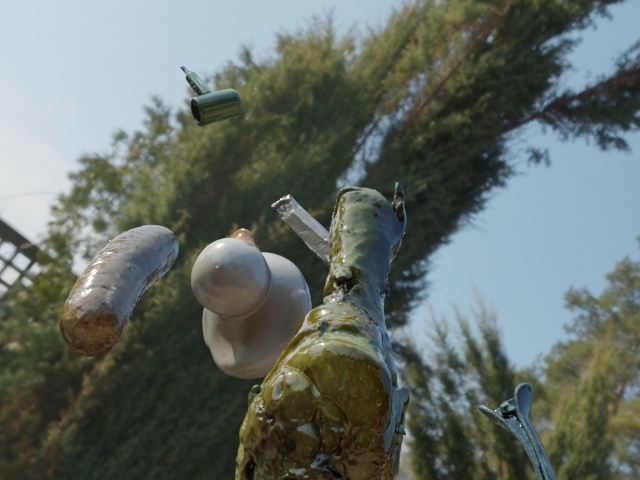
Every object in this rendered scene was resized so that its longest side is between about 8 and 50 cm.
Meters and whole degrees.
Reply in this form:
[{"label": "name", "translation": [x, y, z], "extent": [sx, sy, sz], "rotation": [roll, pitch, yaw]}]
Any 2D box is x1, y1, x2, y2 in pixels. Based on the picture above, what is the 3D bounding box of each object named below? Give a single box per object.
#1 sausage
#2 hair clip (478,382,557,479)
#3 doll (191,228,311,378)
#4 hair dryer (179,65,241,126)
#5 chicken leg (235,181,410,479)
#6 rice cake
[{"label": "sausage", "translation": [-0.387, 0.068, 1.627], "extent": [0.136, 0.123, 0.501], "rotation": [47, 18, -12]}, {"label": "hair clip", "translation": [0.238, 0.259, 0.914], "extent": [0.039, 0.070, 0.229], "rotation": [49, 18, -33]}, {"label": "doll", "translation": [-0.131, 0.106, 1.401], "extent": [0.221, 0.251, 0.221], "rotation": [5, -13, 1]}, {"label": "hair dryer", "translation": [-0.190, -0.239, 1.318], "extent": [0.150, 0.071, 0.047], "rotation": [49, -33, 37]}, {"label": "chicken leg", "translation": [0.021, 0.103, 0.838], "extent": [0.152, 0.429, 0.201], "rotation": [15, -38, -2]}, {"label": "rice cake", "translation": [0.000, 0.000, 1.575], "extent": [0.270, 0.055, 0.049], "rotation": [42, 3, 34]}]
